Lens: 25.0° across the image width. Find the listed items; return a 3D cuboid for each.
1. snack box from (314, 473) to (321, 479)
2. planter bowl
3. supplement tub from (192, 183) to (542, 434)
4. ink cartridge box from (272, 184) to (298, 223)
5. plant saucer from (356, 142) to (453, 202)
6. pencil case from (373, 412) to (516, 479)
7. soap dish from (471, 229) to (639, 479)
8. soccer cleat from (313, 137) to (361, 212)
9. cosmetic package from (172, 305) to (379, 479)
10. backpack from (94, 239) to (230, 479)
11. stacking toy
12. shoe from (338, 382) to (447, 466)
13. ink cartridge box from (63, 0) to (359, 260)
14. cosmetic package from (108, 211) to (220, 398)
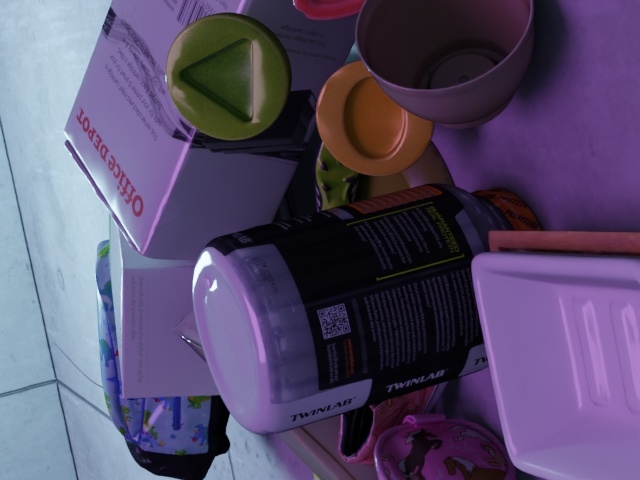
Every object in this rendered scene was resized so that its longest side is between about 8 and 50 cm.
[{"bbox_3d":[0.064,0.416,1.899,0.207,0.070,0.174,-133,36,-51],"label":"snack box"},{"bbox_3d":[0.124,-0.171,1.323,0.162,0.162,0.109,59,180,35],"label":"planter bowl"},{"bbox_3d":[0.053,0.056,1.385,0.193,0.316,0.193,166,90,-69],"label":"supplement tub"},{"bbox_3d":[-0.060,-0.043,1.882,0.239,0.060,0.275,65,-169,-66],"label":"ink cartridge box"},{"bbox_3d":[0.089,-0.019,1.624,0.241,0.037,0.241,45,142,50],"label":"plant saucer"},{"bbox_3d":[0.127,0.376,1.620,0.167,0.160,0.386,24,131,27],"label":"pencil case"},{"bbox_3d":[0.252,0.098,1.200,0.291,0.118,0.228,3,105,67],"label":"soap dish"},{"bbox_3d":[0.017,-0.070,1.644,0.072,0.060,0.179,-111,19,-52],"label":"soccer cleat"},{"bbox_3d":[-0.014,0.180,1.696,0.309,0.113,0.160,47,167,-23],"label":"cosmetic package"},{"bbox_3d":[-0.235,0.142,2.235,0.290,0.273,0.355,-87,12,-58],"label":"backpack"},{"bbox_3d":[-0.009,-0.236,1.470,0.130,0.280,0.308,-52,-36,-63],"label":"stacking toy"},{"bbox_3d":[0.082,0.171,1.601,0.063,0.081,0.178,29,99,40],"label":"shoe"},{"bbox_3d":[-0.129,-0.210,1.687,0.285,0.166,0.395,52,126,44],"label":"ink cartridge box"},{"bbox_3d":[-0.197,0.031,1.904,0.365,0.155,0.197,-110,22,-62],"label":"cosmetic package"}]
